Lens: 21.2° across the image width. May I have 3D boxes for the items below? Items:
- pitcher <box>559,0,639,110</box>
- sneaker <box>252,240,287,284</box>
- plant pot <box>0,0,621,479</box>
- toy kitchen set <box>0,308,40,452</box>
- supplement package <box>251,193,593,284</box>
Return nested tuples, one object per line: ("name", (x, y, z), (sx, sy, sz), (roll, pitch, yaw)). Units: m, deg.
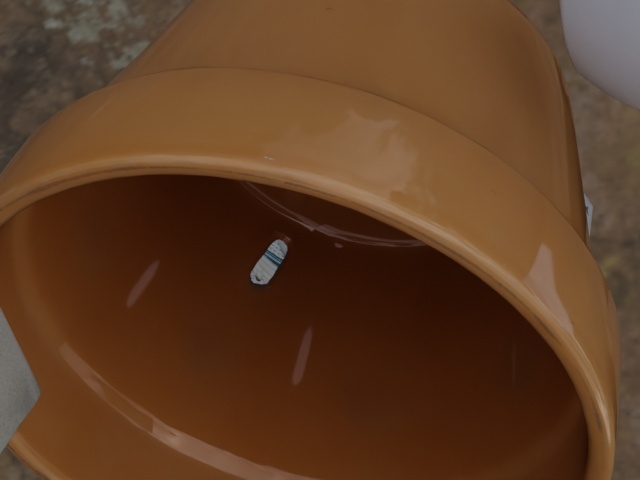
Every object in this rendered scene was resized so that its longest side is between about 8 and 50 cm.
("pitcher", (0.199, -0.125, 0.653), (0.125, 0.207, 0.178), (-57, 142, -47))
("sneaker", (-0.031, -0.042, 1.327), (0.110, 0.283, 0.122), (-33, 131, -35))
("plant pot", (0.000, 0.000, 0.780), (0.291, 0.291, 0.203), (38, 45, -22))
("toy kitchen set", (-0.153, 0.133, 0.527), (0.122, 0.166, 0.207), (-58, 135, -51))
("supplement package", (0.101, 0.007, 1.706), (0.175, 0.293, 0.177), (51, 41, -43))
